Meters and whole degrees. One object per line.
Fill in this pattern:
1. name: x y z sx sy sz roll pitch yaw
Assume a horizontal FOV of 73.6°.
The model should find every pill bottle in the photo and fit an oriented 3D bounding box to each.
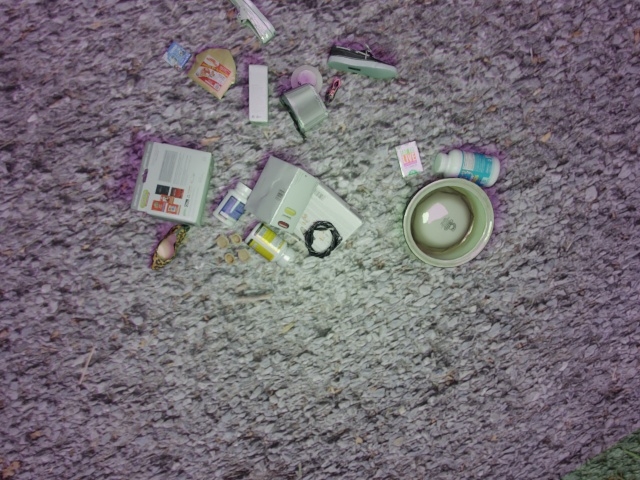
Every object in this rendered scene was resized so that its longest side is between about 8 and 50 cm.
1. pill bottle: 0.659 -0.332 1.942 0.265 0.146 0.146 9 95 -5
2. pill bottle: -0.380 -0.164 1.888 0.112 0.112 0.186 36 93 -8
3. pill bottle: -0.226 0.023 1.919 0.209 0.119 0.119 38 92 -8

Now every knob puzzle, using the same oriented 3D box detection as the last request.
1. knob puzzle: -0.453 -0.742 1.860 0.214 0.030 0.212 0 96 -4

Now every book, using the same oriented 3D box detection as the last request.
1. book: 0.406 -0.375 1.975 0.097 0.035 0.144 -17 99 1

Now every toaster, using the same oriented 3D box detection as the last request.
1. toaster: -0.066 -0.570 1.861 0.147 0.129 0.226 -32 106 -3

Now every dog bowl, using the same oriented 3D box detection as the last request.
1. dog bowl: 0.556 -0.089 1.938 0.409 0.150 0.407 -1 103 -4

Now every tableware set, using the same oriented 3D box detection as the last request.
1. tableware set: -0.394 0.039 1.929 0.141 0.020 0.168 -18 103 25

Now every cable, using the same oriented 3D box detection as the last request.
1. cable: 0.000 0.000 1.936 0.151 0.047 0.184 42 117 -8

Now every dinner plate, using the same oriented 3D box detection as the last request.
1. dinner plate: -0.061 -0.709 1.905 0.141 0.017 0.141 0 95 -5

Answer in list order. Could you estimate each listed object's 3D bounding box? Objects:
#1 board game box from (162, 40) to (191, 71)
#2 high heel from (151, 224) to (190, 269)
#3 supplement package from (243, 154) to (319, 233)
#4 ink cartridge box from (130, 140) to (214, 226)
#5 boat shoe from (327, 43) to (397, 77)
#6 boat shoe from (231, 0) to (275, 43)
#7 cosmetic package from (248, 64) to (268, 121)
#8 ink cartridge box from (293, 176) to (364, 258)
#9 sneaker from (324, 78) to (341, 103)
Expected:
1. board game box: -0.619 -0.792 1.845 0.090 0.020 0.090 36 92 -6
2. high heel: -0.669 0.035 1.847 0.093 0.186 0.261 38 92 -9
3. supplement package: -0.167 -0.197 1.838 0.145 0.204 0.261 23 96 -50
4. ink cartridge box: -0.622 -0.239 1.819 0.272 0.130 0.309 12 81 -6
5. boat shoe: 0.190 -0.789 1.871 0.307 0.113 0.104 13 89 9
6. boat shoe: -0.309 -0.954 1.816 0.258 0.095 0.084 43 87 -7
7. cosmetic package: -0.265 -0.623 1.847 0.086 0.117 0.230 1 97 -6
8. ink cartridge box: 0.002 -0.099 1.953 0.296 0.066 0.261 41 117 -8
9. sneaker: 0.056 -0.666 1.898 0.047 0.057 0.119 25 95 -9
